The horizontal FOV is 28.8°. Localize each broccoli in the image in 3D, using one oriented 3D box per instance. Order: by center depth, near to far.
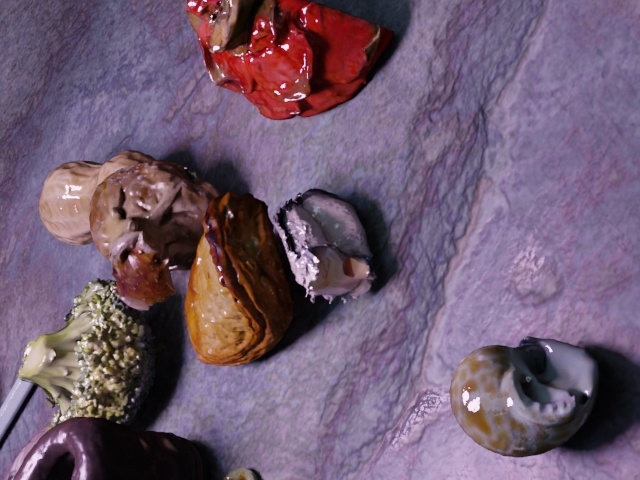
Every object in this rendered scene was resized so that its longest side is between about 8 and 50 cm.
[{"bbox_3d":[-0.318,0.179,1.719,0.226,0.176,0.198,-32,38,12],"label":"broccoli"}]

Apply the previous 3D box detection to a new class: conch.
[{"bbox_3d":[0.188,0.152,1.188,0.173,0.106,0.116,-9,44,28],"label":"conch"}]

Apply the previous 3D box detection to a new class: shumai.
[{"bbox_3d":[-0.230,-0.009,1.664,0.210,0.153,0.161,14,123,14],"label":"shumai"}]

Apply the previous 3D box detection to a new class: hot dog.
[{"bbox_3d":[-0.099,0.053,1.544,0.259,0.114,0.175,110,149,-59],"label":"hot dog"}]

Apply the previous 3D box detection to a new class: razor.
[{"bbox_3d":[-0.508,0.277,2.005,0.278,0.056,0.111,-49,7,17],"label":"razor"}]

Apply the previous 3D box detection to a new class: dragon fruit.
[{"bbox_3d":[-0.091,-0.247,1.592,0.317,0.205,0.152,24,95,52],"label":"dragon fruit"}]

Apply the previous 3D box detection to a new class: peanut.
[{"bbox_3d":[-0.324,-0.067,1.852,0.298,0.136,0.120,-11,60,47],"label":"peanut"}]

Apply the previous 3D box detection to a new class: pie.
[{"bbox_3d":[-0.101,0.319,1.525,0.085,0.017,0.085,-23,58,43],"label":"pie"}]

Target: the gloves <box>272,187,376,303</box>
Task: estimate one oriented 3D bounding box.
[{"bbox_3d":[0.000,0.003,1.463,0.070,0.114,0.153,112,150,-47],"label":"gloves"}]

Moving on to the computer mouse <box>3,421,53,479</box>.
[{"bbox_3d":[-0.391,0.425,1.741,0.199,0.115,0.389,-40,43,37],"label":"computer mouse"}]

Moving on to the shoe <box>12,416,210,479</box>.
[{"bbox_3d":[-0.288,0.411,1.533,0.171,0.237,0.384,7,80,51],"label":"shoe"}]
